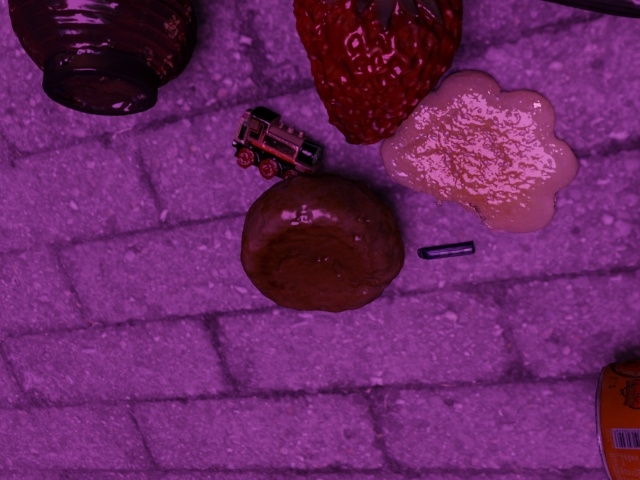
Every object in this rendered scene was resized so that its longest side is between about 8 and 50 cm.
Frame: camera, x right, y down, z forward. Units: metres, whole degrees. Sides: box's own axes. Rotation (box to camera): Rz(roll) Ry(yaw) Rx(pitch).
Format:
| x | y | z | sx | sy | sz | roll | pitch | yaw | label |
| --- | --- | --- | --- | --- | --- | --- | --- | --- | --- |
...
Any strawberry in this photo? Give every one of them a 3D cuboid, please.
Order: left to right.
| x | y | z | sx | sy | sz | roll | pitch | yaw | label |
| --- | --- | --- | --- | --- | --- | --- | --- | --- | --- |
| 0.056 | -0.219 | 0.862 | 0.205 | 0.205 | 0.244 | 24 | 141 | 9 | strawberry |

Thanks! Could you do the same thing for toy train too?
| x | y | z | sx | sy | sz | roll | pitch | yaw | label |
| --- | --- | --- | --- | --- | --- | --- | --- | --- | --- |
| -0.057 | -0.128 | 1.018 | 0.138 | 0.050 | 0.087 | 27 | 118 | 7 | toy train |
| 0.175 | 0.016 | 1.016 | 0.083 | 0.017 | 0.017 | -9 | 110 | 25 | toy train |

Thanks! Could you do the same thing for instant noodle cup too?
| x | y | z | sx | sy | sz | roll | pitch | yaw | label |
| --- | --- | --- | --- | --- | --- | --- | --- | --- | --- |
| 0.458 | 0.236 | 0.912 | 0.172 | 0.216 | 0.216 | -9 | 111 | 34 | instant noodle cup |

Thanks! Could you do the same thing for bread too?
| x | y | z | sx | sy | sz | roll | pitch | yaw | label |
| --- | --- | --- | --- | --- | --- | --- | --- | --- | --- |
| 0.000 | 0.000 | 0.994 | 0.230 | 0.123 | 0.230 | 1 | 137 | 1 | bread |
| 0.203 | -0.119 | 0.927 | 0.251 | 0.039 | 0.182 | 25 | 121 | 9 | bread |

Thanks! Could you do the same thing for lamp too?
| x | y | z | sx | sy | sz | roll | pitch | yaw | label |
| --- | --- | --- | --- | --- | --- | --- | --- | --- | --- |
| -0.277 | -0.287 | 0.928 | 0.247 | 0.247 | 0.247 | 9 | 117 | 17 | lamp |

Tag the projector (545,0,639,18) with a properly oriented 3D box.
| x | y | z | sx | sy | sz | roll | pitch | yaw | label |
| --- | --- | --- | --- | --- | --- | --- | --- | --- | --- |
| 0.225 | -0.407 | 0.564 | 0.242 | 0.405 | 0.395 | 17 | 120 | 14 | projector |
